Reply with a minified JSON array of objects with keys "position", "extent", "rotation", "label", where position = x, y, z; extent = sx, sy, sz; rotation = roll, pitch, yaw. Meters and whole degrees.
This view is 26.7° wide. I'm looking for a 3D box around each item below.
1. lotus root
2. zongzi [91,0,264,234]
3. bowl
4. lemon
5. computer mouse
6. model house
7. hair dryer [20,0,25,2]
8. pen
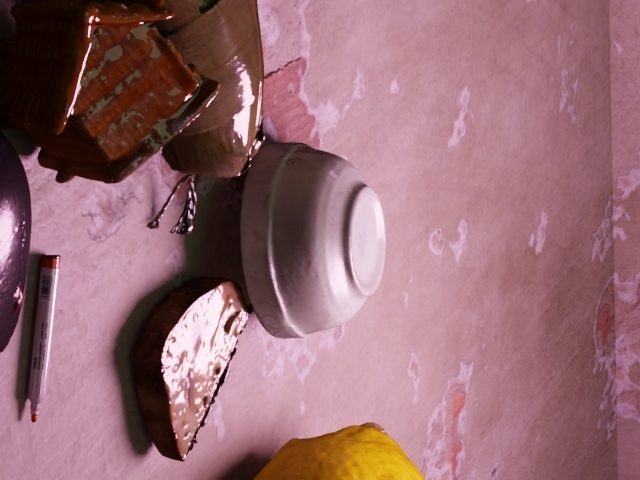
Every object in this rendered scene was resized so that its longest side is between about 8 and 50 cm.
[{"position":[-0.195,0.167,1.945],"extent":[0.261,0.074,0.170],"rotation":[-64,145,-22],"label":"lotus root"},{"position":[-0.135,-0.268,1.847],"extent":[0.418,0.181,0.447],"rotation":[-64,149,-44],"label":"zongzi"},{"position":[0.000,0.000,2.071],"extent":[0.307,0.163,0.307],"rotation":[1,90,-69],"label":"bowl"},{"position":[0.036,0.476,2.158],"extent":[0.350,0.349,0.387],"rotation":[57,46,-48],"label":"lemon"},{"position":[-0.374,-0.004,1.537],"extent":[0.168,0.087,0.295],"rotation":[-73,158,-64],"label":"computer mouse"},{"position":[-0.277,-0.197,1.568],"extent":[0.220,0.199,0.229],"rotation":[-49,134,-19],"label":"model house"},{"position":[-0.340,-0.312,1.588],"extent":[0.248,0.070,0.114],"rotation":[37,67,-60],"label":"hair dryer"},{"position":[-0.354,0.125,1.720],"extent":[0.026,0.026,0.218],"rotation":[-1,99,-58],"label":"pen"}]
